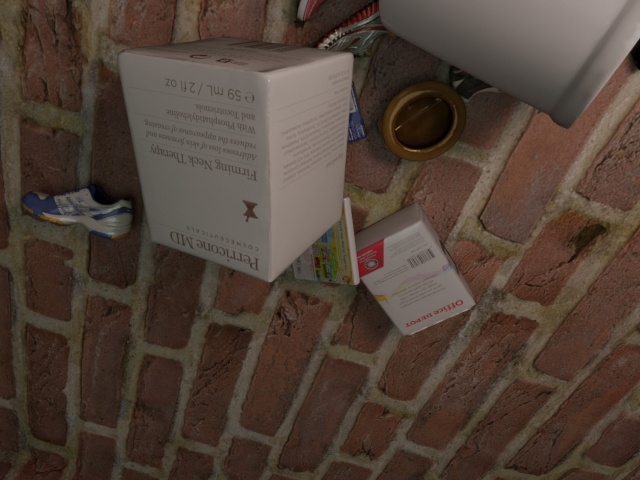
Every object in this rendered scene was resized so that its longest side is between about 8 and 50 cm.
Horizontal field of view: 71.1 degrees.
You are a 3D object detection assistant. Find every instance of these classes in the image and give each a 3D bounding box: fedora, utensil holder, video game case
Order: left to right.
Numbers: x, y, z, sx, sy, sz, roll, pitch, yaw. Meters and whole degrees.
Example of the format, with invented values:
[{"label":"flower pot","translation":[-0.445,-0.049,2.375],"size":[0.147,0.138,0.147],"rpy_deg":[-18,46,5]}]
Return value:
[{"label":"video game case","translation":[0.000,0.000,1.178],"size":[0.207,0.026,0.226],"rpy_deg":[3,106,38]},{"label":"fedora","translation":[0.235,-0.281,1.046],"size":[0.195,0.079,0.194],"rpy_deg":[0,117,0]},{"label":"utensil holder","translation":[0.340,-0.425,0.747],"size":[0.386,0.328,0.327],"rpy_deg":[35,120,14]}]

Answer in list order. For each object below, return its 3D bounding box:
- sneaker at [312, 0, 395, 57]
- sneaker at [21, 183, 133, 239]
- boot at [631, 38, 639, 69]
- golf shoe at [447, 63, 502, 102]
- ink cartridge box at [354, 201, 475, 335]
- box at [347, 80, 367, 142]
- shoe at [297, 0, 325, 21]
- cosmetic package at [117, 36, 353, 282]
[{"label":"sneaker","translation":[0.066,-0.428,0.974],"size":[0.226,0.088,0.092],"rpy_deg":[-26,115,19]},{"label":"sneaker","translation":[-0.662,-0.104,1.242],"size":[0.297,0.112,0.130],"rpy_deg":[16,103,-5]},{"label":"boot","translation":[0.721,-0.473,0.888],"size":[0.161,0.083,0.246],"rpy_deg":[-5,118,15]},{"label":"golf shoe","translation":[0.415,-0.395,0.966],"size":[0.273,0.105,0.120],"rpy_deg":[-14,138,15]},{"label":"ink cartridge box","translation":[0.243,0.083,1.225],"size":[0.226,0.131,0.306],"rpy_deg":[-28,114,20]},{"label":"box","translation":[-0.013,-0.289,1.090],"size":[0.226,0.036,0.136],"rpy_deg":[-12,118,13]},{"label":"shoe","translation":[0.023,-0.529,0.932],"size":[0.081,0.063,0.177],"rpy_deg":[30,114,-5]},{"label":"cosmetic package","translation":[-0.152,-0.191,0.943],"size":[0.330,0.327,0.393],"rpy_deg":[16,123,22]}]
